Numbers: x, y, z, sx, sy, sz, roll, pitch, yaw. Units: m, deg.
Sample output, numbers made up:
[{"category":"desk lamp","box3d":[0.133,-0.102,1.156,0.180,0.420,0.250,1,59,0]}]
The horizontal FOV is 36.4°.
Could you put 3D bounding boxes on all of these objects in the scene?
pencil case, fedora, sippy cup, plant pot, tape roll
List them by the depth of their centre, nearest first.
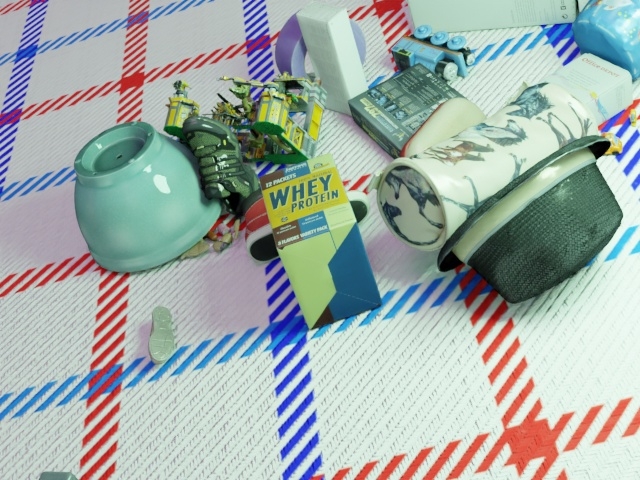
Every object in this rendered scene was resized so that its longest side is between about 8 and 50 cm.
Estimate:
[{"category":"fedora","box3d":[0.351,-0.012,1.528,0.334,0.334,0.152,-33,75,-14]},{"category":"pencil case","box3d":[0.280,-0.132,1.662,0.410,0.160,0.183,-29,53,-30]},{"category":"sippy cup","box3d":[0.618,-0.436,1.882,0.224,0.240,0.305,-44,37,-6]},{"category":"plant pot","box3d":[-0.366,-0.109,1.918,0.293,0.196,0.293,-15,39,12]},{"category":"tape roll","box3d":[0.001,-0.411,2.122,0.189,0.189,0.080,-32,41,-13]}]

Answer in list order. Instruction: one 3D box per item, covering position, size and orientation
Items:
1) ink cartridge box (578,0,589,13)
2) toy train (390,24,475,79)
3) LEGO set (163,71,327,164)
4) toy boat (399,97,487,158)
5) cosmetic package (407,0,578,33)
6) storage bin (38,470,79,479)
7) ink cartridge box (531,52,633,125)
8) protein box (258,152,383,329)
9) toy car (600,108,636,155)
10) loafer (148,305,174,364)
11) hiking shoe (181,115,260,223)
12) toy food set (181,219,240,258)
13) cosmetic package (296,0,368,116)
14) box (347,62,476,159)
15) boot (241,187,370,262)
[{"category":"ink cartridge box","box3d":[0.590,-0.594,2.062,0.092,0.218,0.158,-1,44,22]},{"category":"toy train","box3d":[0.244,-0.397,2.099,0.184,0.080,0.105,30,70,40]},{"category":"LEGO set","box3d":[-0.144,-0.281,1.984,0.331,0.255,0.192,-2,70,36]},{"category":"toy boat","box3d":[0.220,-0.158,1.816,0.231,0.151,0.151,-49,19,-29]},{"category":"cosmetic package","box3d":[0.391,-0.585,2.184,0.366,0.155,0.197,0,48,21]},{"category":"storage bin","box3d":[-0.399,0.412,1.449,0.098,0.091,0.135,-3,42,19]},{"category":"ink cartridge box","box3d":[0.487,-0.269,1.855,0.175,0.072,0.127,-32,41,-13]},{"category":"protein box","box3d":[0.000,0.000,1.658,0.136,0.199,0.201,-19,40,1]},{"category":"toy car","box3d":[0.537,-0.204,1.787,0.060,0.040,0.122,12,50,32]},{"category":"loafer","box3d":[-0.282,0.173,1.714,0.045,0.039,0.125,10,42,-16]},{"category":"hiking shoe","box3d":[-0.194,-0.138,1.871,0.086,0.227,0.114,-15,40,29]},{"category":"toy food set","box3d":[-0.210,-0.001,1.887,0.122,0.019,0.078,-16,40,17]},{"category":"cosmetic package","box3d":[0.033,-0.376,2.031,0.060,0.239,0.099,-41,45,-23]},{"category":"box","box3d":[0.188,-0.256,1.973,0.183,0.059,0.232,-29,42,-11]},{"category":"boot","box3d":[-0.034,-0.070,1.841,0.244,0.088,0.176,-20,39,6]}]
